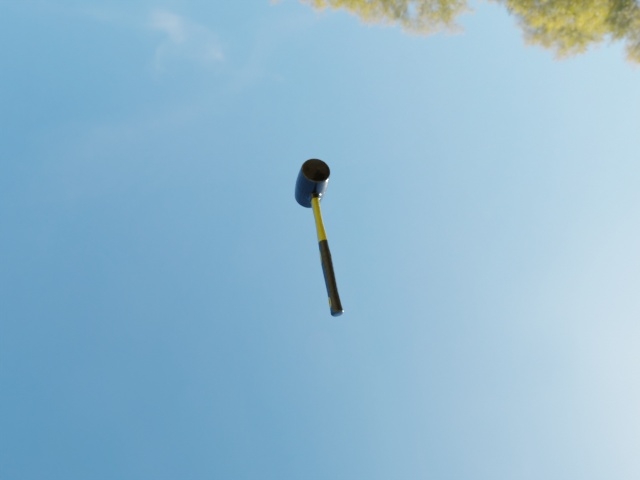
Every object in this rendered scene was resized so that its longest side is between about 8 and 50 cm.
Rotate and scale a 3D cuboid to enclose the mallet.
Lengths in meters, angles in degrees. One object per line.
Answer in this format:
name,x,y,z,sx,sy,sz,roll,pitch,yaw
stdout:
mallet,0.000,0.000,0.673,0.039,0.062,0.190,-4,-110,-14
